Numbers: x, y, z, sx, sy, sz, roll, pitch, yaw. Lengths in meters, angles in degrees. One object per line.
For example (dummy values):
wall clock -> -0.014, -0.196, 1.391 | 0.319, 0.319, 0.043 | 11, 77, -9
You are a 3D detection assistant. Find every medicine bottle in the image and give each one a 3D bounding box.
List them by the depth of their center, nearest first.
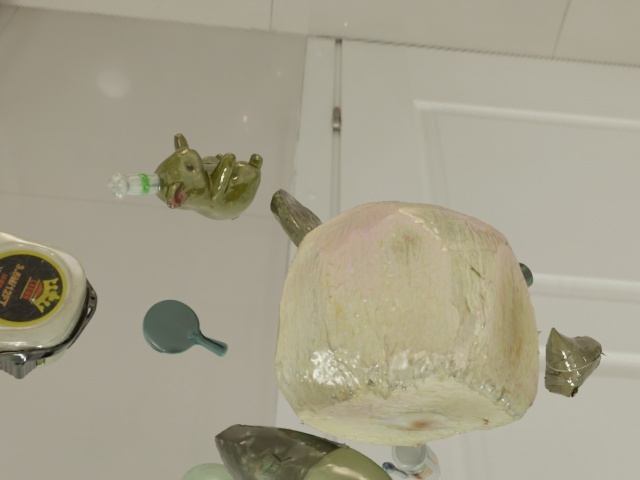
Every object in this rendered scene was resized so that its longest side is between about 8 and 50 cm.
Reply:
medicine bottle -> 0.165, 0.401, 1.414 | 0.092, 0.061, 0.220 | -15, 151, 13

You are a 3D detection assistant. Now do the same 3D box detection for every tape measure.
tape measure -> -0.524, 0.138, 1.363 | 0.232, 0.271, 0.133 | 19, 140, -8

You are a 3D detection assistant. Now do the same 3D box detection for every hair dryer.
hair dryer -> 0.337, 0.100, 1.621 | 0.198, 0.100, 0.057 | -25, 89, 61

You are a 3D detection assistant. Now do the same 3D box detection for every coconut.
coconut -> 0.099, 0.089, 0.909 | 0.298, 0.254, 0.297 | 4, 153, 2

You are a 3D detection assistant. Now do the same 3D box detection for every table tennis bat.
table tennis bat -> -0.302, 0.210, 1.774 | 0.201, 0.124, 0.033 | 26, 157, -9

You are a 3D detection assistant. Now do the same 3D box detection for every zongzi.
zongzi -> 0.530, 0.206, 1.632 | 0.081, 0.189, 0.178 | 15, 130, 42

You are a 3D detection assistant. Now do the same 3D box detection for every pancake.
pancake -> 0.000, 0.000, 1.714 | 0.294, 0.294, 0.049 | 38, 102, -28

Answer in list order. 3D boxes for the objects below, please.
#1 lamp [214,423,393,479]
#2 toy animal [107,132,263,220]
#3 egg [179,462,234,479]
lamp -> -0.002, 0.238, 0.755 | 0.250, 0.101, 0.101 | 20, 142, 34
toy animal -> -0.290, -0.147, 1.799 | 0.181, 0.180, 0.363 | 15, -177, 33
egg -> -0.157, 0.606, 1.535 | 0.230, 0.230, 0.370 | -38, 78, 31
